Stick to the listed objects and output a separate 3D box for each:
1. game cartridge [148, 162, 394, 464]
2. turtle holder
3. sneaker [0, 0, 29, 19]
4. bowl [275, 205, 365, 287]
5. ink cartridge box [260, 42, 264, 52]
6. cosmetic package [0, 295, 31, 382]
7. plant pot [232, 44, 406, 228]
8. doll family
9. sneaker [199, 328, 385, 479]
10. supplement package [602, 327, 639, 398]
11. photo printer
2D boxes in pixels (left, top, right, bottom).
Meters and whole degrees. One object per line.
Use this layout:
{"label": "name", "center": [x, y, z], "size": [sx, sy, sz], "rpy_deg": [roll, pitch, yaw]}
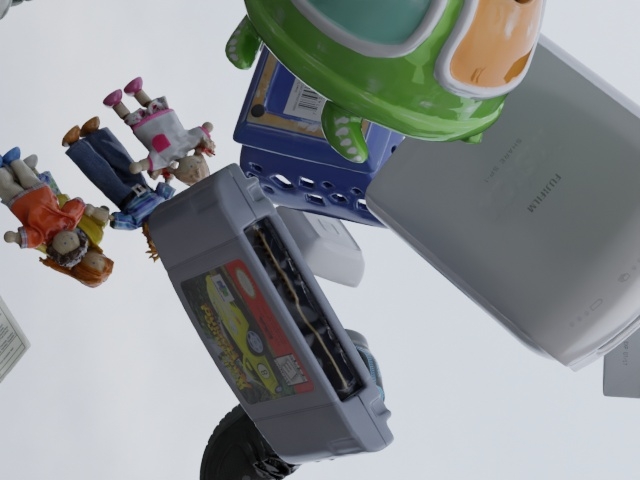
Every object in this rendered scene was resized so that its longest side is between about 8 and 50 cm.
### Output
{"label": "game cartridge", "center": [-0.054, 0.078, 1.625], "size": [0.294, 0.060, 0.196], "rpy_deg": [60, -25, -3]}
{"label": "turtle holder", "center": [0.060, -0.240, 1.482], "size": [0.227, 0.243, 0.320], "rpy_deg": [-61, -142, 33]}
{"label": "sneaker", "center": [-0.424, -0.390, 2.340], "size": [0.122, 0.146, 0.330], "rpy_deg": [-50, -169, 35]}
{"label": "bowl", "center": [0.000, 0.000, 2.528], "size": [0.053, 0.142, 0.142], "rpy_deg": [-53, -139, 18]}
{"label": "ink cartridge box", "center": [0.038, -0.337, 2.623], "size": [0.232, 0.171, 0.168], "rpy_deg": [-47, -121, 28]}
{"label": "cosmetic package", "center": [-0.542, 0.082, 2.346], "size": [0.129, 0.296, 0.153], "rpy_deg": [5, -137, 37]}
{"label": "plant pot", "center": [0.018, -0.173, 2.303], "size": [0.212, 0.236, 0.236], "rpy_deg": [62, 45, -68]}
{"label": "doll family", "center": [-0.226, -0.043, 1.803], "size": [0.163, 0.263, 0.118], "rpy_deg": [50, -30, 10]}
{"label": "sneaker", "center": [-0.046, 0.280, 2.503], "size": [0.341, 0.125, 0.139], "rpy_deg": [-48, -142, 13]}
{"label": "supplement package", "center": [0.378, 0.052, 1.858], "size": [0.244, 0.134, 0.139], "rpy_deg": [-69, 160, -60]}
{"label": "photo printer", "center": [0.227, -0.040, 1.702], "size": [0.307, 0.107, 0.256], "rpy_deg": [43, -83, 29]}
